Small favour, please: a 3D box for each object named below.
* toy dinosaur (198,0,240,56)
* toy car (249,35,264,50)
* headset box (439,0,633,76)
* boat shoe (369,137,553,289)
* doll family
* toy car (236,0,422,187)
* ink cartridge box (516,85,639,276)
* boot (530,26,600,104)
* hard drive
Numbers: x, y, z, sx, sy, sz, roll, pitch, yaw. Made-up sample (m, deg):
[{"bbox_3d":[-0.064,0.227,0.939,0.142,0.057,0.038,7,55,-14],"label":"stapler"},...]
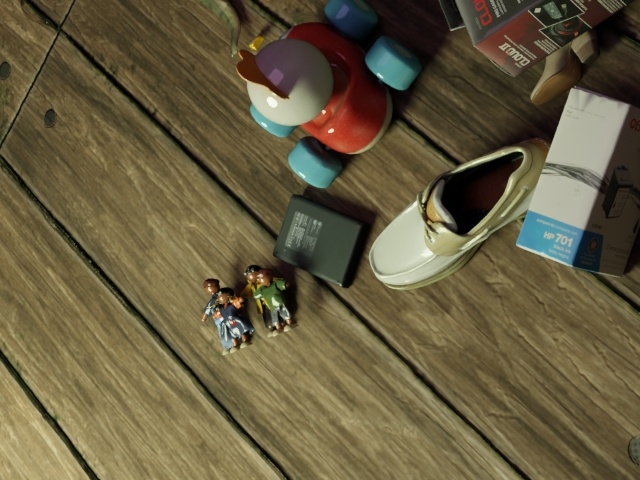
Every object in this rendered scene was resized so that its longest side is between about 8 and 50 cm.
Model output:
[{"bbox_3d":[-0.169,-0.404,1.964,0.268,0.064,0.118,50,120,30],"label":"toy dinosaur"},{"bbox_3d":[-0.102,-0.345,1.904,0.040,0.060,0.122,12,83,70],"label":"toy car"},{"bbox_3d":[0.268,-0.355,1.546,0.293,0.110,0.218,-31,58,25],"label":"headset box"},{"bbox_3d":[0.166,-0.039,1.612,0.302,0.103,0.113,-36,63,29],"label":"boat shoe"},{"bbox_3d":[-0.107,0.091,1.826,0.193,0.076,0.111,-24,89,28],"label":"doll family"},{"bbox_3d":[-0.033,-0.218,1.710,0.219,0.238,0.210,-50,57,21],"label":"toy car"},{"bbox_3d":[0.315,-0.064,1.474,0.082,0.139,0.191,25,99,36],"label":"ink cartridge box"},{"bbox_3d":[0.291,-0.234,1.587,0.118,0.042,0.087,-39,55,26],"label":"boot"},{"bbox_3d":[0.000,0.000,1.789,0.135,0.022,0.094,24,98,38],"label":"hard drive"}]
